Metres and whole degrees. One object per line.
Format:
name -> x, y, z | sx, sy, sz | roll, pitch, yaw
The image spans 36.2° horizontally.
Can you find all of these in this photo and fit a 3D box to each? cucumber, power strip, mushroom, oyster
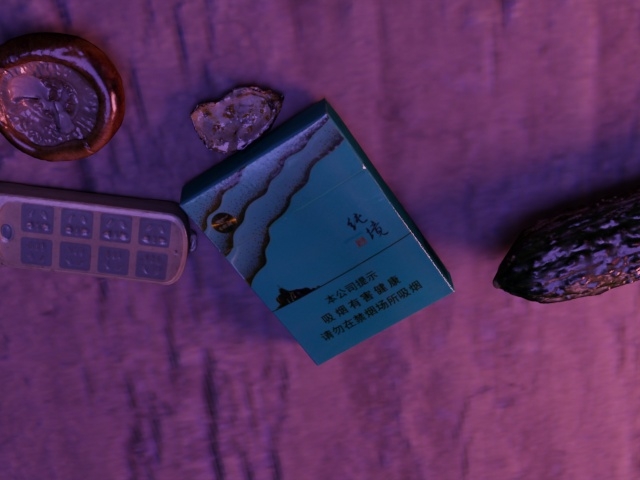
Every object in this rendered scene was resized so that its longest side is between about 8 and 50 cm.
cucumber -> 0.331, -0.014, 0.895 | 0.359, 0.096, 0.096 | -17, 120, 10
power strip -> -0.228, -0.006, 0.907 | 0.226, 0.029, 0.080 | 6, 121, -6
mushroom -> -0.225, -0.122, 0.824 | 0.123, 0.052, 0.123 | 3, 124, 4
oyster -> -0.070, -0.110, 0.858 | 0.083, 0.019, 0.054 | -22, 118, 13

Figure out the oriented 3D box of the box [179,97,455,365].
box -> 0.000, 0.000, 0.913 | 0.161, 0.042, 0.226 | -30, 118, 14
